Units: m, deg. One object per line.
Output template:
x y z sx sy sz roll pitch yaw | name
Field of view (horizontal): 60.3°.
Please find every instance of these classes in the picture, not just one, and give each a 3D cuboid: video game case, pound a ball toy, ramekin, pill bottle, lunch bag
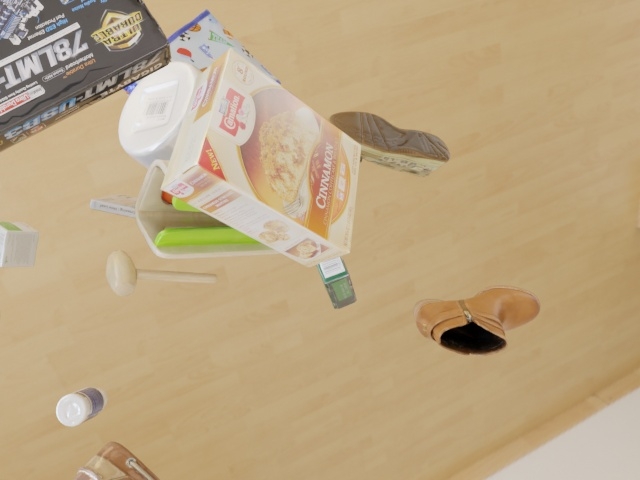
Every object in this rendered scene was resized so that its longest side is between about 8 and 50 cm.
-0.382 -0.068 1.229 0.193 0.212 0.023 12 96 -6 | video game case
-0.194 -0.032 0.935 0.319 0.136 0.208 -2 134 -44 | pound a ball toy
-0.336 -0.278 1.280 0.277 0.277 0.135 -50 142 3 | ramekin
-0.507 0.353 1.183 0.067 0.120 0.067 0 85 3 | pill bottle
-0.362 -0.443 1.653 0.328 0.385 0.239 40 135 -13 | lunch bag

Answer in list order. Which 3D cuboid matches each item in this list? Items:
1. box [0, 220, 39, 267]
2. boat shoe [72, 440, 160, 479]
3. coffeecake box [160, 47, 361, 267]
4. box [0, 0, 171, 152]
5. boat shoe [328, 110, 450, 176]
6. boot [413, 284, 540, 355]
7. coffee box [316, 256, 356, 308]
-0.817 0.010 1.461 0.087 0.101 0.102 3 105 -53 | box
-0.180 0.374 0.699 0.324 0.123 0.116 52 45 -26 | boat shoe
-0.049 -0.077 0.562 0.185 0.068 0.142 30 55 -34 | coffeecake box
-0.369 -0.265 0.606 0.295 0.073 0.293 -34 97 -12 | box
0.134 -0.187 1.146 0.285 0.105 0.089 12 143 -23 | boat shoe
0.335 0.159 1.099 0.283 0.220 0.109 3 96 -3 | boot
0.000 0.000 0.827 0.040 0.184 0.113 -22 152 -1 | coffee box
